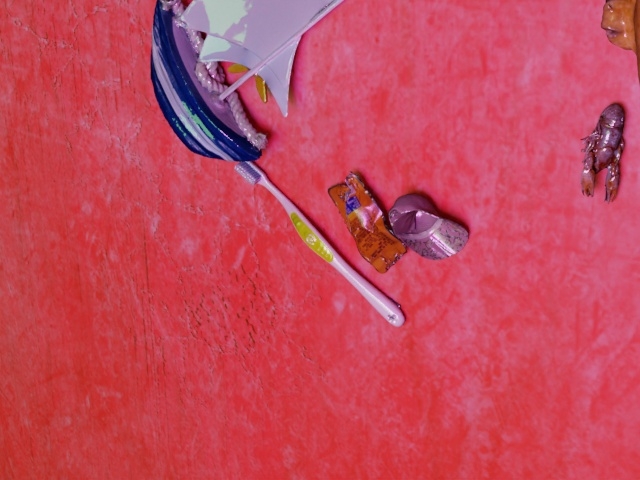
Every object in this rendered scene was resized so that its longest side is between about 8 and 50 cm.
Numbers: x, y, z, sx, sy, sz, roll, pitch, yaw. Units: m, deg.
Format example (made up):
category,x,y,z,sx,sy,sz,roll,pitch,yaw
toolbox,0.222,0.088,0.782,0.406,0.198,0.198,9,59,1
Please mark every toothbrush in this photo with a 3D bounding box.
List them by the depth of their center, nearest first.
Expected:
category,x,y,z,sx,sy,sz,roll,pitch,yaw
toothbrush,0.000,0.000,1.027,0.263,0.026,0.022,44,127,10

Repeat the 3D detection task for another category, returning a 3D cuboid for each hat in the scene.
category,x,y,z,sx,sy,sz,roll,pitch,yaw
hat,0.109,-0.018,0.936,0.087,0.042,0.058,20,134,-11

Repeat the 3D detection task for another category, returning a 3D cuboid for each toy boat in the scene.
category,x,y,z,sx,sy,sz,roll,pitch,yaw
toy boat,-0.071,-0.219,0.968,0.291,0.067,0.220,-35,84,36

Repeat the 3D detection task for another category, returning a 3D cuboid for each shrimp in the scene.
category,x,y,z,sx,sy,sz,roll,pitch,yaw
shrimp,0.248,-0.074,0.811,0.029,0.038,0.092,-128,32,-67

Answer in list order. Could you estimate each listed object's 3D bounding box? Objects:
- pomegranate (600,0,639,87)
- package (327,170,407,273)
category,x,y,z,sx,sy,sz,roll,pitch,yaw
pomegranate,0.312,-0.157,0.615,0.248,0.248,0.248,14,115,31
package,0.048,-0.019,0.976,0.077,0.033,0.110,-36,81,45
